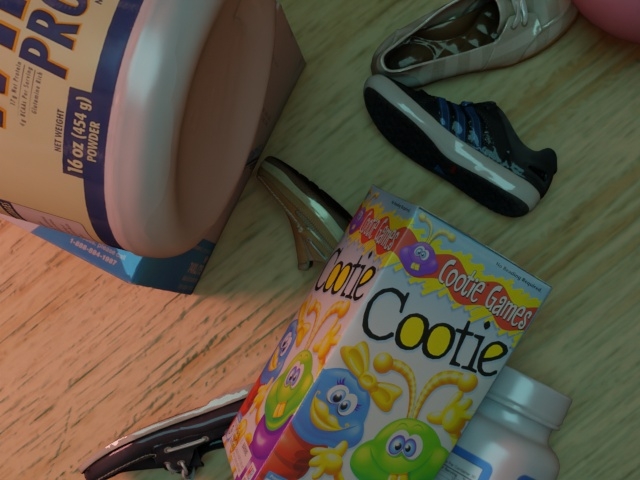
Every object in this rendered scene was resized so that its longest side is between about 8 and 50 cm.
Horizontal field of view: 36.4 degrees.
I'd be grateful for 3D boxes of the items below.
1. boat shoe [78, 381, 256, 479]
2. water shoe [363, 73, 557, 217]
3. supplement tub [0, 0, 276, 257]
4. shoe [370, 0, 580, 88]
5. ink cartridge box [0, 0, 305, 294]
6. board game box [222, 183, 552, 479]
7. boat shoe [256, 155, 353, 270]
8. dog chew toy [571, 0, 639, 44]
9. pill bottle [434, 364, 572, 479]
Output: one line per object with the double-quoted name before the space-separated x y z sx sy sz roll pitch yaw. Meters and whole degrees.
"boat shoe" -0.130 0.198 0.934 0.206 0.075 0.065 -23 81 -2
"water shoe" 0.134 -0.105 0.948 0.203 0.073 0.080 38 70 3
"supplement tub" -0.216 -0.137 0.696 0.324 0.235 0.236 16 86 8
"shoe" 0.154 -0.202 0.951 0.219 0.058 0.077 -22 82 4
"ink cartridge box" -0.166 -0.115 0.908 0.198 0.197 0.270 27 88 9
"board game box" 0.049 0.110 0.851 0.142 0.144 0.275 30 92 -16
"boat shoe" 0.000 0.000 0.947 0.190 0.068 0.072 43 101 8
"dog chew toy" 0.390 -0.271 0.870 0.331 0.206 0.207 5 85 -1
"pill bottle" 0.139 0.222 0.877 0.124 0.124 0.222 27 88 8
